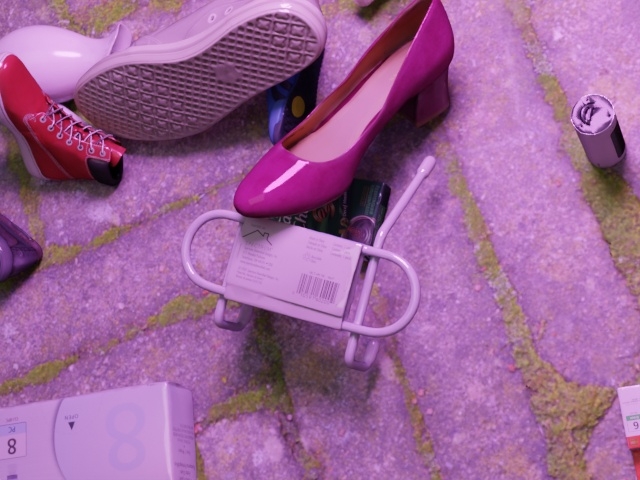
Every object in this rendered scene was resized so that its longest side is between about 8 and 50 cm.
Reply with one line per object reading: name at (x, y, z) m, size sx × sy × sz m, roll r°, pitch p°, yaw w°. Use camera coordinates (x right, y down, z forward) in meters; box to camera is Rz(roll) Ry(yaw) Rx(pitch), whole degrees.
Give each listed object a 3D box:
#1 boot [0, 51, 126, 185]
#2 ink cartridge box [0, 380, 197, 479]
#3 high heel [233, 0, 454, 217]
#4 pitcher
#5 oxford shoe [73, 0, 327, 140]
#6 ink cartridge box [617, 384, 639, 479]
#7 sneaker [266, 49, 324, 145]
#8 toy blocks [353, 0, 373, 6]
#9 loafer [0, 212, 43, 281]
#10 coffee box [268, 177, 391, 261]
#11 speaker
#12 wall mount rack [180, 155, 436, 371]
boot at (-0.385, -0.179, 1.761) m, size 0.176 × 0.244 × 0.088 m, roll 8°, pitch 53°, yaw 23°
ink cartridge box at (-0.323, 0.409, 1.647) m, size 0.308 × 0.091 × 0.385 m, roll -11°, pitch 70°, yaw 18°
high heel at (0.025, -0.181, 1.548) m, size 0.377 × 0.181 × 0.127 m, roll -38°, pitch 50°, yaw -26°
pitcher at (-0.406, -0.251, 1.857) m, size 0.207 × 0.125 × 0.178 m, roll 0°, pitch 90°, yaw 10°
oxford shoe at (-0.172, -0.264, 1.708) m, size 0.449 × 0.169 × 0.130 m, roll -19°, pitch 42°, yaw 33°
ink cartridge box at (0.407, 0.234, 1.447) m, size 0.062 × 0.029 × 0.115 m, roll -12°, pitch 71°, yaw 17°
sneaker at (-0.052, -0.230, 1.740) m, size 0.082 × 0.069 × 0.209 m, roll 2°, pitch 75°, yaw 34°
toy blocks at (0.073, -0.544, 1.722) m, size 0.288 × 0.309 × 0.260 m, roll 37°, pitch 57°, yaw 14°
loafer at (-0.564, -0.026, 1.876) m, size 0.302 × 0.095 × 0.109 m, roll 33°, pitch 119°, yaw 30°
coffee box at (0.000, -0.037, 1.674) m, size 0.184 × 0.040 × 0.113 m, roll 10°, pitch 80°, yaw 23°
speaker at (0.358, -0.139, 1.512) m, size 0.055 × 0.136 × 0.055 m, roll -6°, pitch 72°, yaw 19°
wall mount rack at (0.000, 0.000, 1.580) m, size 0.350 × 0.130 × 0.304 m, roll 15°, pitch 87°, yaw 23°
